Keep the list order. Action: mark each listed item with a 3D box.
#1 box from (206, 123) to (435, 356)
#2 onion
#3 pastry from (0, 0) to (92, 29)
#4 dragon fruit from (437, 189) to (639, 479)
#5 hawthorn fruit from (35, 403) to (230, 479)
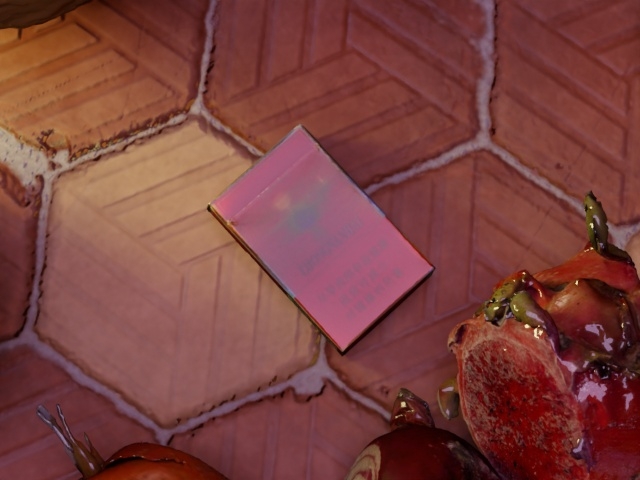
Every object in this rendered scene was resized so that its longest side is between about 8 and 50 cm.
[{"bbox_3d":[0.000,0.000,1.216,0.112,0.048,0.175,-41,83,-6],"label":"box"},{"bbox_3d":[0.086,0.213,1.139,0.135,0.173,0.198,31,45,-10],"label":"onion"},{"bbox_3d":[-0.279,-0.351,1.145,0.388,0.312,0.388,-7,67,16],"label":"pastry"},{"bbox_3d":[0.189,0.112,1.112,0.147,0.211,0.282,-21,109,-14],"label":"dragon fruit"},{"bbox_3d":[-0.137,0.251,1.095,0.211,0.211,0.299,-36,75,-7],"label":"hawthorn fruit"}]
